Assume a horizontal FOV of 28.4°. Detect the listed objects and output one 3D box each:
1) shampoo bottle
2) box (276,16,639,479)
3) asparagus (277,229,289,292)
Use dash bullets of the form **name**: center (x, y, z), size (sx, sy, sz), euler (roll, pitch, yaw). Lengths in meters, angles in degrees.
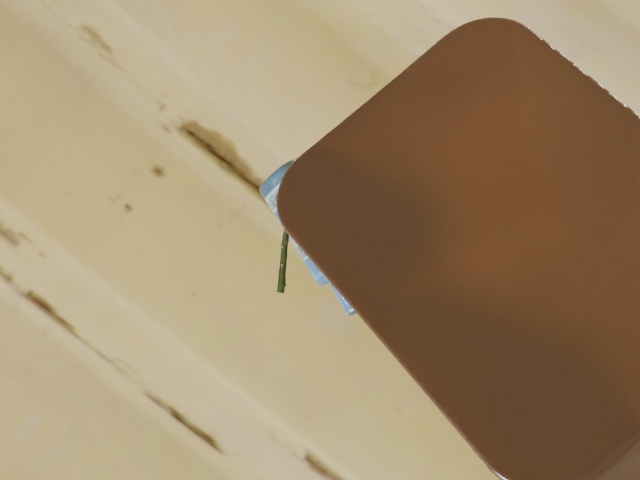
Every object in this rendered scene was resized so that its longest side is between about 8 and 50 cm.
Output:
- **shampoo bottle**: center (0.000, 0.000, 2.009), size (0.061, 0.258, 0.104), euler (-25, -10, -40)
- **box**: center (0.170, 0.045, 0.957), size (0.239, 0.339, 0.229), euler (-40, -36, -3)
- **asparagus**: center (-0.053, 0.004, 1.965), size (0.016, 0.016, 0.163), euler (-92, 9, -76)
